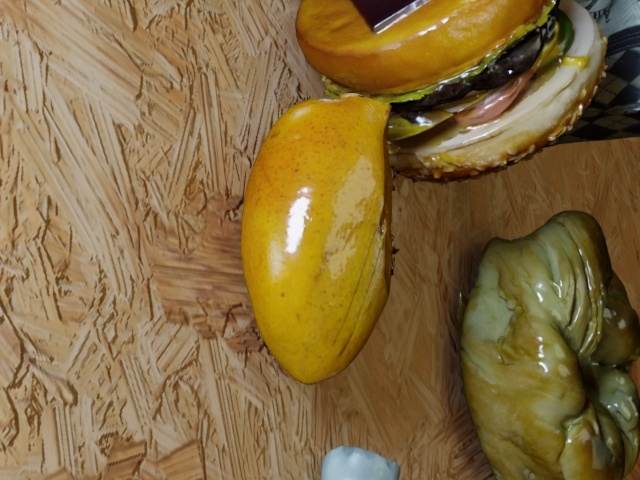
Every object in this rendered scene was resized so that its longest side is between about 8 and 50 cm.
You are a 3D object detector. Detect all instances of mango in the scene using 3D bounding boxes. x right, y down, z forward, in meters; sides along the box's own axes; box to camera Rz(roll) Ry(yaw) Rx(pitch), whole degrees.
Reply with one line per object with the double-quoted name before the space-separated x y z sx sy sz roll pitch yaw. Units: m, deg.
"mango" 0.000 0.000 1.056 0.154 0.126 0.252 29 65 -63

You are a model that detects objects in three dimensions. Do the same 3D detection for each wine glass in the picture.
"wine glass" 0.022 0.267 1.072 0.073 0.073 0.155 48 45 -43

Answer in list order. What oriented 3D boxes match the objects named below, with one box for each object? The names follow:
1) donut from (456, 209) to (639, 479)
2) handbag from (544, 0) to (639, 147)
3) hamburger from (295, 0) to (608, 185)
"donut" 0.290 0.145 1.473 0.360 0.170 0.360 27 59 -57
"handbag" 0.282 -0.317 1.466 0.180 0.316 0.416 20 69 -58
"hamburger" 0.135 -0.190 1.195 0.225 0.291 0.291 60 36 -34
